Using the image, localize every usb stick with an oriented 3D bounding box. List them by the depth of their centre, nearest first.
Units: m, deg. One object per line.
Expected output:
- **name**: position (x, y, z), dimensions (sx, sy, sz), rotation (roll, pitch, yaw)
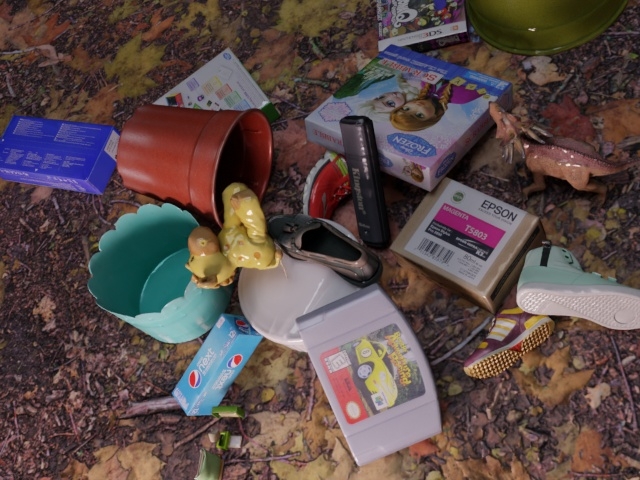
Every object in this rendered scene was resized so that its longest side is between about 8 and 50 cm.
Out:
- **usb stick**: position (0.091, -0.118, 1.747), dimensions (0.077, 0.278, 0.045), rotation (10, 31, 39)

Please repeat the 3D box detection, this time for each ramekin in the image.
- **ramekin**: position (-0.019, 0.100, 1.743), dimensions (0.272, 0.127, 0.273), rotation (-11, 59, 18)

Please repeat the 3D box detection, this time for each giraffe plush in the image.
- **giraffe plush**: position (-0.182, 0.013, 1.669), dimensions (0.170, 0.181, 0.210), rotation (-25, 84, -11)

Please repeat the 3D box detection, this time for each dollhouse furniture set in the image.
- **dollhouse furniture set**: position (-0.188, 0.399, 1.680), dimensions (0.058, 0.076, 0.152), rotation (-4, 61, 22)

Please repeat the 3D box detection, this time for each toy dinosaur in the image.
- **toy dinosaur**: position (0.453, -0.161, 1.642), dimensions (0.295, 0.200, 0.127), rotation (11, 67, 27)

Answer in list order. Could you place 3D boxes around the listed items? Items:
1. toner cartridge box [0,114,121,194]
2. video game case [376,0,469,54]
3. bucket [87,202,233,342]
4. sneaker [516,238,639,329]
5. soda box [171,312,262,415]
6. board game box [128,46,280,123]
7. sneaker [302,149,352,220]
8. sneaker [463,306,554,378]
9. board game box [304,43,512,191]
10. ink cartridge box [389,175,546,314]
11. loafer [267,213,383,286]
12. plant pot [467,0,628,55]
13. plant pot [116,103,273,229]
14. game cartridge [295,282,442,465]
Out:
- **toner cartridge box**: position (-0.679, -0.224, 2.236), dimensions (0.347, 0.075, 0.165), rotation (10, 66, 27)
- **video game case**: position (0.236, -0.543, 2.043), dimensions (0.210, 0.042, 0.232), rotation (-9, 60, 17)
- **bucket**: position (-0.330, 0.075, 1.856), dimensions (0.281, 0.183, 0.281), rotation (-10, 59, 17)
- **sneaker**: position (0.489, 0.070, 1.568), dimensions (0.255, 0.094, 0.151), rotation (9, 43, 10)
- **soda box**: position (-0.206, 0.248, 1.728), dimensions (0.067, 0.071, 0.210), rotation (46, 111, 35)
- **board game box**: position (-0.287, -0.297, 2.116), dimensions (0.316, 0.064, 0.242), rotation (-36, 55, 1)
- **sneaker**: position (0.054, -0.138, 1.861), dimensions (0.118, 0.107, 0.279), rotation (20, 72, 25)
- **sneaker**: position (0.333, 0.178, 1.593), dimensions (0.185, 0.070, 0.084), rotation (-31, 47, -3)
- **board game box**: position (0.187, -0.271, 1.835), dimensions (0.318, 0.066, 0.318), rotation (25, 55, 30)
- **ink cartridge box**: position (0.285, 0.004, 1.692), dimensions (0.234, 0.088, 0.193), rotation (27, 77, 33)
- **loafer**: position (0.000, 0.000, 1.661), dimensions (0.267, 0.084, 0.096), rotation (25, 74, 31)
- **plant pot**: position (0.453, -0.645, 1.819), dimensions (0.366, 0.353, 0.367), rotation (-10, 59, 17)
- **plant pot**: position (-0.280, -0.178, 1.896), dimensions (0.264, 0.272, 0.273), rotation (14, 69, 19)
- **game cartridge**: position (0.099, 0.238, 1.579), dimensions (0.196, 0.060, 0.294), rotation (-25, 86, 3)
